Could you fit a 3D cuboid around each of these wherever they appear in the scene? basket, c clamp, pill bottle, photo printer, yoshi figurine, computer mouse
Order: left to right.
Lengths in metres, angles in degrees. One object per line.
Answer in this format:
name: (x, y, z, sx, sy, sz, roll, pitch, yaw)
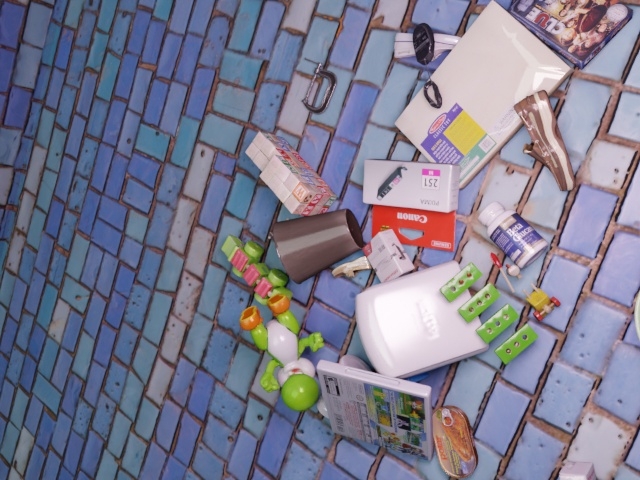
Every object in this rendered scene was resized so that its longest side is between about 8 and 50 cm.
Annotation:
yoshi figurine: (-0.094, 0.354, 1.765, 0.203, 0.203, 0.362, -14, 107, 36)
c clamp: (-0.013, -0.484, 1.885, 0.137, 0.022, 0.161, 22, 99, 25)
basket: (0.000, 0.000, 1.777, 0.226, 0.154, 0.205, -21, 95, 19)
pill bottle: (0.066, 0.437, 1.758, 0.108, 0.108, 0.180, 41, 115, 26)
photo printer: (0.253, 0.214, 1.565, 0.307, 0.107, 0.256, -16, 77, -5)
computer mouse: (0.293, -0.462, 1.579, 0.071, 0.041, 0.242, -23, 75, 60)
pill bottle: (0.485, -0.018, 1.516, 0.094, 0.094, 0.169, -50, 66, 21)

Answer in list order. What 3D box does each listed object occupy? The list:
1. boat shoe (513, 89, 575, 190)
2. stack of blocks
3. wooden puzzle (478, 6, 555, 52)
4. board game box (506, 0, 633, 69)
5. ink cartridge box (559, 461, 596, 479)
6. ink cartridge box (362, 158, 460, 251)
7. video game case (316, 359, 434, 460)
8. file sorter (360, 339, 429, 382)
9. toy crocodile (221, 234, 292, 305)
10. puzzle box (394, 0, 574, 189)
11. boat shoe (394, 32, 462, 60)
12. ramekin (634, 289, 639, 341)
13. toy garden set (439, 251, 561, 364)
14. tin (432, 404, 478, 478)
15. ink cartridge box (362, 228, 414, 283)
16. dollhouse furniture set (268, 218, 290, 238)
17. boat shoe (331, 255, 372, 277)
boat shoe: (0.540, -0.232, 1.451, 0.095, 0.095, 0.258, -19, 105, 23)
stack of blocks: (-0.103, -0.208, 1.844, 0.297, 0.171, 0.087, 49, 113, 24)
wooden puzzle: (0.466, -0.472, 1.569, 0.238, 0.044, 0.221, 39, 109, 27)
board game box: (0.606, -0.555, 1.465, 0.165, 0.042, 0.243, -47, 66, 9)
ink cartridge box: (0.619, 0.613, 1.408, 0.063, 0.109, 0.151, -13, 82, 32)
ink cartridge box: (0.244, -0.100, 1.656, 0.275, 0.060, 0.239, 9, 103, 36)
video game case: (0.153, 0.459, 1.602, 0.299, 0.036, 0.329, 10, 136, 22)
file sorter: (0.203, 0.328, 1.672, 0.104, 0.118, 0.170, -32, 73, 30)
toy crocodile: (-0.213, 0.105, 1.944, 0.340, 0.105, 0.115, 46, 111, 25)
puzzle box: (0.408, -0.369, 1.555, 0.272, 0.052, 0.409, 51, 123, 18)
boat shoe: (0.304, -0.534, 1.661, 0.226, 0.083, 0.076, 21, 111, 43)
ramekin: (0.839, 0.162, 1.259, 0.303, 0.148, 0.304, -1, 89, 32)
toy garden set: (0.455, 0.150, 1.502, 0.203, 0.049, 0.244, -41, 84, 1)
tin: (0.362, 0.543, 1.615, 0.106, 0.040, 0.190, -17, 80, 27)
ink cartridge box: (0.194, 0.052, 1.702, 0.135, 0.056, 0.099, 62, 141, 17)
dollhouse furniture set: (-0.106, -0.001, 1.893, 0.114, 0.081, 0.091, 45, 111, 25)
boat shoe: (0.094, 0.088, 1.784, 0.135, 0.050, 0.045, -26, 70, 29)
